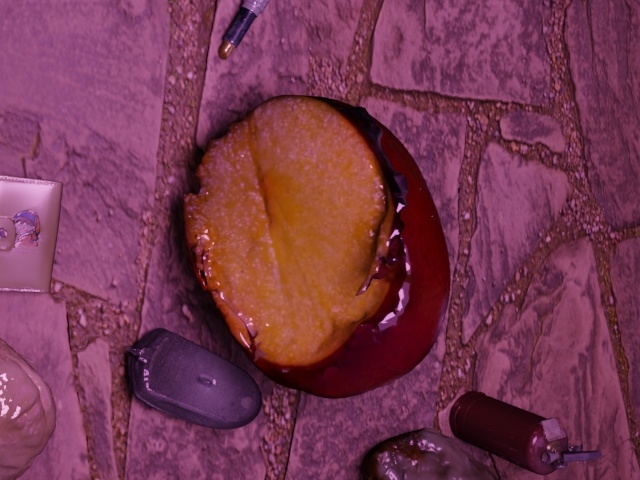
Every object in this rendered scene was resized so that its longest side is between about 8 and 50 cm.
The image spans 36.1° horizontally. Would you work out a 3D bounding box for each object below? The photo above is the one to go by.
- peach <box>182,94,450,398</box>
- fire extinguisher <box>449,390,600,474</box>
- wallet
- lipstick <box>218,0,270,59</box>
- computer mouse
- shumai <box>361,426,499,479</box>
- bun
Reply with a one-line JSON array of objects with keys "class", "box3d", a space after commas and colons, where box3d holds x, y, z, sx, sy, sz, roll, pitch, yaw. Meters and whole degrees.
[{"class": "peach", "box3d": [0.000, 0.000, 1.400, 0.339, 0.353, 0.416, -11, 115, 15]}, {"class": "fire extinguisher", "box3d": [0.342, 0.331, 1.674, 0.105, 0.269, 0.104, -4, 98, -31]}, {"class": "wallet", "box3d": [-0.409, -0.008, 1.317, 0.110, 0.039, 0.155, 6, 94, -35]}, {"class": "lipstick", "box3d": [-0.117, -0.320, 1.454, 0.037, 0.037, 0.116, 35, 83, -29]}, {"class": "computer mouse", "box3d": [-0.195, 0.210, 1.458, 0.229, 0.068, 0.113, 29, 63, -19]}, {"class": "shumai", "box3d": [0.187, 0.439, 1.599, 0.309, 0.304, 0.263, -25, 97, -31]}, {"class": "bun", "box3d": [-0.453, 0.238, 1.261, 0.244, 0.153, 0.243, -8, 105, -31]}]
